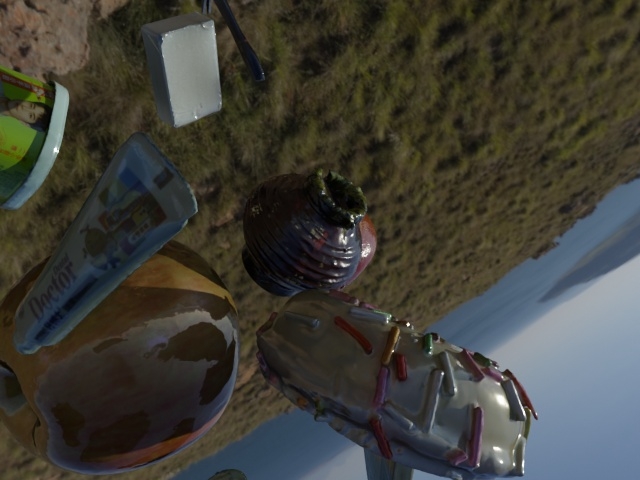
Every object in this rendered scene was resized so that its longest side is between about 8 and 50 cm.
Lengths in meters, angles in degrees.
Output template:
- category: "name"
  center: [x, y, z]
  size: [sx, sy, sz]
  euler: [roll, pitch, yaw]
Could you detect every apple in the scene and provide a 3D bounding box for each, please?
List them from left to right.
- category: "apple"
  center: [-0.323, 0.176, 0.744]
  size: [0.346, 0.391, 0.391]
  euler: [-17, 152, -49]

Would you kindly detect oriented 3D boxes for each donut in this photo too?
- category: "donut"
  center: [0.094, 0.176, 0.628]
  size: [0.142, 0.383, 0.382]
  euler: [-67, 157, -6]

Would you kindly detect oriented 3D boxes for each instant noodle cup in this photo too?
- category: "instant noodle cup"
  center: [-0.707, -0.240, 0.886]
  size: [0.294, 0.294, 0.308]
  euler: [-44, 140, 22]

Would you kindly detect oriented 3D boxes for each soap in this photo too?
- category: "soap"
  center: [-0.253, -0.316, 0.865]
  size: [0.121, 0.064, 0.183]
  euler: [-35, 147, -34]

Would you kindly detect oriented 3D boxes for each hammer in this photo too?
- category: "hammer"
  center: [-0.237, -0.577, 1.278]
  size: [0.137, 0.290, 0.037]
  euler: [-14, -163, 43]

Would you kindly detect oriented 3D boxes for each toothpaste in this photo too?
- category: "toothpaste"
  center: [-0.181, 0.023, 0.350]
  size: [0.255, 0.067, 0.037]
  euler: [-39, 178, 29]

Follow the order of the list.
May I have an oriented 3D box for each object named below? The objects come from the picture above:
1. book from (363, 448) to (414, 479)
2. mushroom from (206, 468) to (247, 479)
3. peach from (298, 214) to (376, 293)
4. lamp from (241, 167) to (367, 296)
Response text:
- category: "book"
  center: [0.124, 0.392, 0.964]
  size: [0.039, 0.428, 0.300]
  euler: [2, 110, -2]
- category: "mushroom"
  center: [-0.230, 0.474, 0.736]
  size: [0.107, 0.087, 0.333]
  euler: [5, 131, -48]
- category: "peach"
  center: [-0.001, -0.002, 1.457]
  size: [0.373, 0.372, 0.290]
  euler: [-33, 131, -4]
- category: "lamp"
  center: [-0.027, -0.019, 0.820]
  size: [0.247, 0.247, 0.247]
  euler: [-29, 157, -13]
